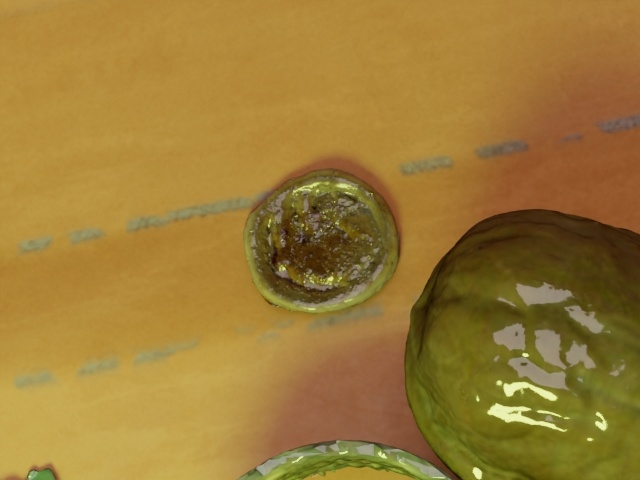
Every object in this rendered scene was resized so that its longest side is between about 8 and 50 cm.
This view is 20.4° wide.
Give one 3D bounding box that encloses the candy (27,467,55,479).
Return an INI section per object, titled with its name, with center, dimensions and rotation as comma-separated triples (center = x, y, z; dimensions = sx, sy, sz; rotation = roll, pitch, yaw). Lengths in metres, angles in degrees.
[candy]
center = -0.265, 0.395, 1.408
dimensions = 0.263, 0.172, 0.398
rotation = -23, 51, -10

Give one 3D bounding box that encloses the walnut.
[walnut]
center = 0.202, 0.096, 1.377
dimensions = 0.283, 0.227, 0.282
rotation = 2, 65, -5

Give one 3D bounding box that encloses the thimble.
[thimble]
center = 0.029, 0.296, 1.380
dimensions = 0.271, 0.150, 0.270
rotation = -2, 73, 7

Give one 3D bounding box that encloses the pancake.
[pancake]
center = 0.000, 0.000, 1.539
dimensions = 0.140, 0.022, 0.139
rotation = -2, 72, 7
